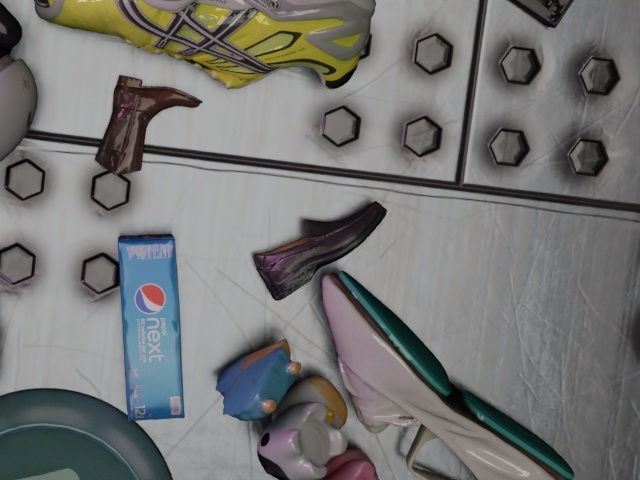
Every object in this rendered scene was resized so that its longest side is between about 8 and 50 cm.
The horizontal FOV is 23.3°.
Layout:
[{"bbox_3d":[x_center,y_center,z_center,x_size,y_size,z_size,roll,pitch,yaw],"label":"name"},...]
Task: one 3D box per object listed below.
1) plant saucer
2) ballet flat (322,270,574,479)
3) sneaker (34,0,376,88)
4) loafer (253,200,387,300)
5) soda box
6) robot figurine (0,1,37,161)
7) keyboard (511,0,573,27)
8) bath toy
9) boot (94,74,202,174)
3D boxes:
[{"bbox_3d":[-0.325,0.333,1.822,0.318,0.044,0.317,-1,95,-8],"label":"plant saucer"},{"bbox_3d":[0.124,0.206,1.830,0.400,0.139,0.139,41,89,-12],"label":"ballet flat"},{"bbox_3d":[-0.131,-0.242,1.747,0.385,0.145,0.147,3,114,1],"label":"sneaker"},{"bbox_3d":[0.000,0.000,1.824,0.170,0.062,0.061,-36,94,-4],"label":"loafer"},{"bbox_3d":[-0.197,0.099,1.801,0.067,0.071,0.210,-3,95,-8],"label":"soda box"},{"bbox_3d":[-0.437,-0.197,1.696,0.278,0.209,0.173,46,72,-8],"label":"robot figurine"},{"bbox_3d":[0.308,-0.340,1.851,0.108,0.023,0.180,33,91,-3],"label":"keyboard"},{"bbox_3d":[0.013,0.284,1.820,0.348,0.129,0.151,55,46,-12],"label":"bath toy"},{"bbox_3d":[-0.199,-0.125,1.797,0.106,0.037,0.114,14,90,5],"label":"boot"}]
